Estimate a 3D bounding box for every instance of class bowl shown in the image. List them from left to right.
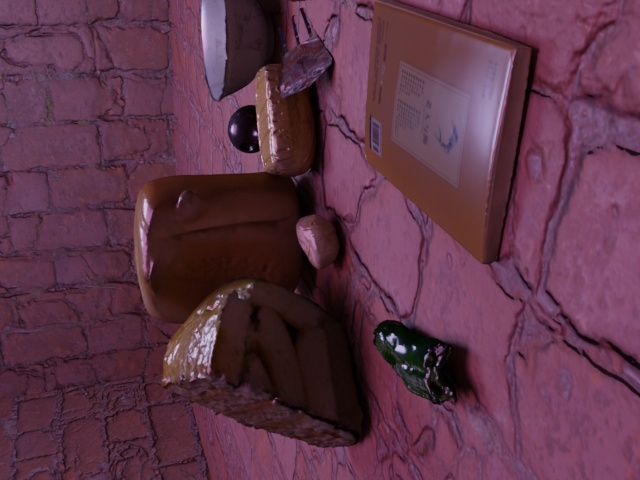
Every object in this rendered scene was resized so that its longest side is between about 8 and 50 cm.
[{"bbox_3d":[-0.193,-0.491,1.667,0.313,0.146,0.314,176,90,-70],"label":"bowl"}]

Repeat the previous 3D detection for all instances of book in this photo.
[{"bbox_3d":[0.148,-0.169,0.949,0.389,0.032,0.269,-126,34,-56],"label":"book"}]

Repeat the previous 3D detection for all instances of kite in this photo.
[{"bbox_3d":[-0.047,-0.382,1.381,0.127,0.016,0.229,-31,49,19],"label":"kite"}]

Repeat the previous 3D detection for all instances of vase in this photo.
[{"bbox_3d":[-0.146,-0.261,1.677,0.183,0.120,0.120,28,124,48],"label":"vase"}]

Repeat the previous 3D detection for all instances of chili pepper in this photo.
[{"bbox_3d":[0.145,0.177,1.016,0.224,0.061,0.098,-161,71,-68],"label":"chili pepper"}]

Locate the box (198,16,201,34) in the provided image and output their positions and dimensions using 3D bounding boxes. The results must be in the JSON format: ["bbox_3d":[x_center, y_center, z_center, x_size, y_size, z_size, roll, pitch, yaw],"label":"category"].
[{"bbox_3d":[-0.301,-0.627,2.005,0.177,0.111,0.111,151,112,-69],"label":"box"}]

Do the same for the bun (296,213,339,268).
[{"bbox_3d":[0.000,0.000,1.372,0.115,0.069,0.115,59,168,22],"label":"bun"}]

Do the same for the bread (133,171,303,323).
[{"bbox_3d":[-0.221,0.006,1.538,0.253,0.376,0.348,-131,38,-60],"label":"bread"}]

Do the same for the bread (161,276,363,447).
[{"bbox_3d":[-0.083,0.231,1.369,0.239,0.395,0.264,-34,37,49],"label":"bread"}]

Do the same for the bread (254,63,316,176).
[{"bbox_3d":[-0.071,-0.252,1.443,0.140,0.106,0.236,167,97,-72],"label":"bread"}]
